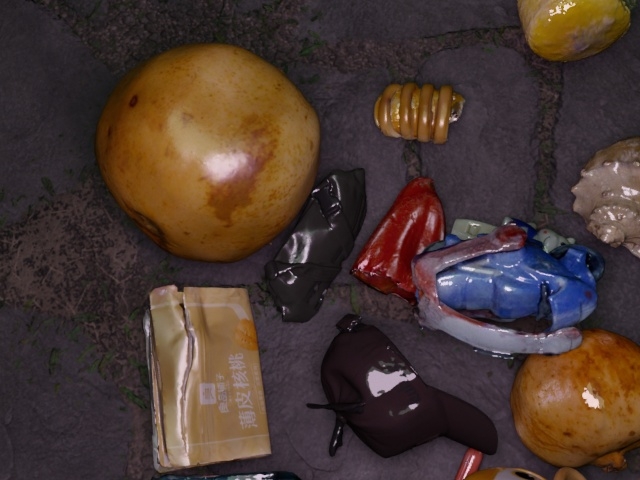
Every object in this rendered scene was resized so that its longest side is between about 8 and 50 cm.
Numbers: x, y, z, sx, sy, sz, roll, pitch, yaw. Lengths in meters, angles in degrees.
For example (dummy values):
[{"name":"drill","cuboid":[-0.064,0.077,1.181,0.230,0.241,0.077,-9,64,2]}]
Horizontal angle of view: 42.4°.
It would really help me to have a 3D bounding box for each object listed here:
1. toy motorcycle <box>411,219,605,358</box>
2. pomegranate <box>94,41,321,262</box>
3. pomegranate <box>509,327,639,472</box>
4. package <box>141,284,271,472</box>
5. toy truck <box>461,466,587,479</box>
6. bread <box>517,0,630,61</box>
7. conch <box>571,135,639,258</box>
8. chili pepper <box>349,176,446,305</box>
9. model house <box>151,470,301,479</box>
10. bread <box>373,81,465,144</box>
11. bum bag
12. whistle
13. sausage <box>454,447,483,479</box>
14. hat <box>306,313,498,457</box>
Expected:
[{"name":"toy motorcycle","cuboid":[0.312,0.095,1.372,0.319,0.182,0.241,1,66,11]},{"name":"pomegranate","cuboid":[-0.181,-0.157,1.458,0.417,0.416,0.416,-2,72,5]},{"name":"pomegranate","cuboid":[0.433,0.264,1.344,0.248,0.248,0.248,-2,72,5]},{"name":"package","cuboid":[-0.220,0.237,1.451,0.221,0.165,0.311,-9,73,3]},{"name":"toy truck","cuboid":[0.331,0.478,1.269,0.212,0.204,0.288,-35,81,23]},{"name":"bread","cuboid":[0.482,-0.441,1.589,0.197,0.197,0.170,-14,65,1]},{"name":"conch","cuboid":[0.615,-0.093,1.474,0.263,0.186,0.324,45,82,-2]},{"name":"chili pepper","cuboid":[0.171,-0.005,1.523,0.144,0.136,0.252,13,64,37]},{"name":"model house","cuboid":[-0.153,0.525,1.354,0.253,0.184,0.291,0,77,1]},{"name":"bread","cuboid":[0.191,-0.251,1.608,0.177,0.084,0.119,6,73,12]},{"name":"bum bag","cuboid":[0.000,0.000,1.526,0.080,0.142,0.326,13,71,50]},{"name":"whistle","cuboid":[0.359,0.009,1.501,0.244,0.092,0.110,20,69,12]},{"name":"sausage","cuboid":[0.222,0.461,1.404,0.034,0.034,0.253,23,76,12]},{"name":"hat","cuboid":[0.114,0.298,1.369,0.336,0.238,0.209,38,78,5]}]
